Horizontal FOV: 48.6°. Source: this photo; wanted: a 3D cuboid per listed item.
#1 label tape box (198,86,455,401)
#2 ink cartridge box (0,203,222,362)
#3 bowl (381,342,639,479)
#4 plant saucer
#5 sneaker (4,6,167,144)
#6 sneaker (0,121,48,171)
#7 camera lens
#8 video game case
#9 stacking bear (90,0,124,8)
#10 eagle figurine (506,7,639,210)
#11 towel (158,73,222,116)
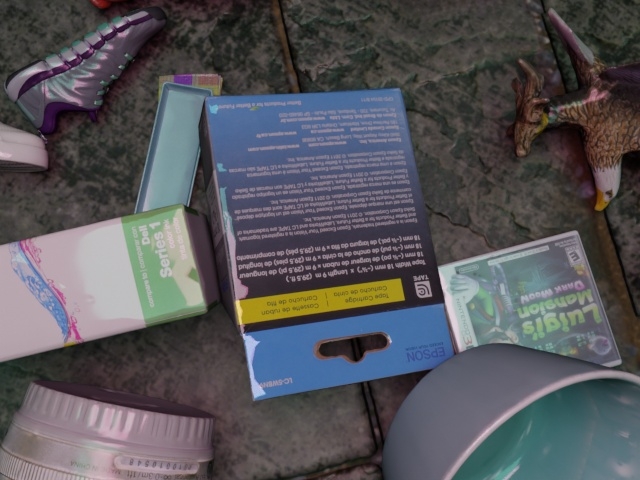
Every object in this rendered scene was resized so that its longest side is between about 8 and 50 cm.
[{"bbox_3d":[0.000,0.000,0.820,0.241,0.106,0.333,-6,79,-18],"label":"label tape box"},{"bbox_3d":[-0.260,0.049,0.781,0.278,0.201,0.117,-13,90,-3],"label":"ink cartridge box"},{"bbox_3d":[0.187,0.231,0.738,0.312,0.163,0.311,-11,116,-23],"label":"bowl"},{"bbox_3d":[-0.187,-0.105,0.906,0.067,0.018,0.192,10,82,2],"label":"plant saucer"},{"bbox_3d":[-0.284,-0.214,0.915,0.224,0.083,0.098,-30,104,-3],"label":"sneaker"},{"bbox_3d":[-0.471,-0.181,0.880,0.293,0.108,0.169,9,82,3],"label":"sneaker"},{"bbox_3d":[-0.236,0.300,0.731,0.220,0.219,0.274,12,79,2],"label":"camera lens"},{"bbox_3d":[0.252,0.093,0.873,0.191,0.022,0.173,-14,80,-3],"label":"video game case"},{"bbox_3d":[-0.177,-0.391,0.897,0.289,0.164,0.175,-18,124,8],"label":"stacking bear"},{"bbox_3d":[0.377,-0.134,0.836,0.299,0.225,0.226,3,58,11],"label":"eagle figurine"},{"bbox_3d":[-0.171,-0.190,0.932,0.083,0.009,0.060,-1,80,0],"label":"towel"}]
